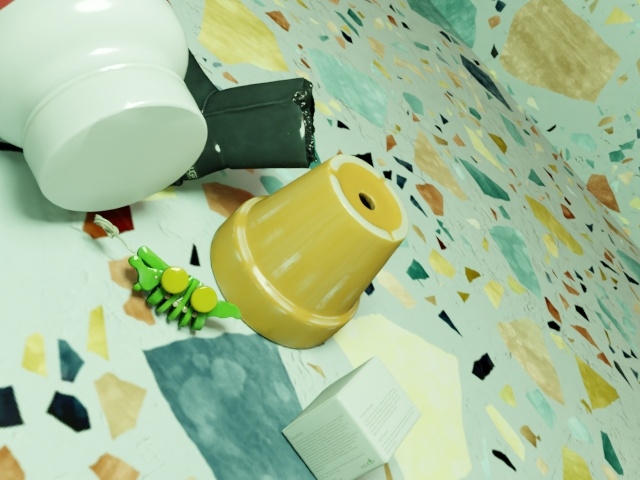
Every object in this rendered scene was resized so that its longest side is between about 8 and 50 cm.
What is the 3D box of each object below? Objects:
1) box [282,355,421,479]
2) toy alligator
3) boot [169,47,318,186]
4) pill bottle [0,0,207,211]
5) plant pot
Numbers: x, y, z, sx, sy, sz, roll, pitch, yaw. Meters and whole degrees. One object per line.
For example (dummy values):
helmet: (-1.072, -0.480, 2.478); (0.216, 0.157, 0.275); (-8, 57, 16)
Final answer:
box: (0.035, 0.202, 0.736); (0.087, 0.102, 0.101); (53, 34, 4)
toy alligator: (-0.172, 0.047, 0.711); (0.190, 0.056, 0.051); (36, 75, -17)
boot: (-0.112, -0.181, 0.871); (0.207, 0.094, 0.246); (-9, 56, 0)
pill bottle: (-0.286, -0.245, 0.715); (0.229, 0.229, 0.407); (-7, 62, -51)
plant pot: (0.000, 0.000, 0.824); (0.205, 0.188, 0.205); (29, 38, -26)
